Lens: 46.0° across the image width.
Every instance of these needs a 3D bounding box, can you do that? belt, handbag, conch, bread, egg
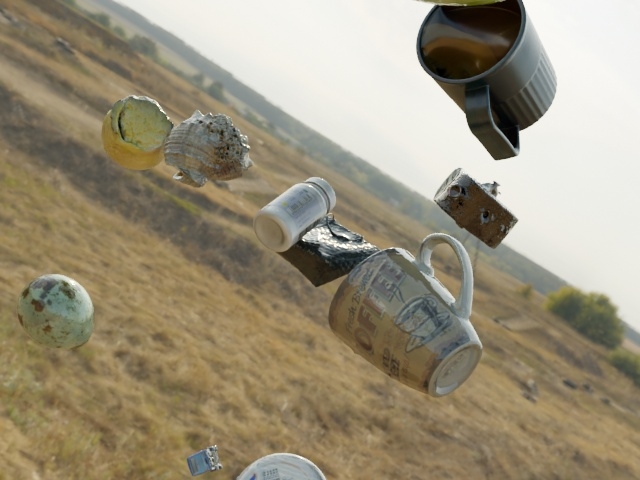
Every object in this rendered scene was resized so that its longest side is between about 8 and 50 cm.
[{"bbox_3d":[0.438,-0.098,2.094,0.289,0.164,0.184,28,16,-51],"label":"belt"},{"bbox_3d":[0.000,0.000,1.736,0.175,0.088,0.270,-25,47,-34],"label":"handbag"},{"bbox_3d":[-0.258,-0.206,1.727,0.178,0.162,0.245,37,49,15],"label":"conch"},{"bbox_3d":[-0.471,-0.285,1.951,0.197,0.197,0.170,30,-20,-12],"label":"bread"},{"bbox_3d":[-0.632,0.180,1.824,0.169,0.169,0.231,35,-23,38],"label":"egg"}]

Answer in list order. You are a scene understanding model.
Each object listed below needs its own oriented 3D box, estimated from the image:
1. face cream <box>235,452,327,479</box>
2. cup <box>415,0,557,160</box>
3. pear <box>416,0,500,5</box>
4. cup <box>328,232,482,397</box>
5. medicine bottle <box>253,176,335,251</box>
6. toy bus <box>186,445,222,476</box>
[{"bbox_3d":[-0.073,0.518,1.450,0.206,0.206,0.111,35,-21,33],"label":"face cream"},{"bbox_3d":[0.395,-0.372,1.677,0.292,0.242,0.307,30,27,-54],"label":"cup"},{"bbox_3d":[0.063,-0.436,0.815,0.239,0.342,0.318,-4,14,-44],"label":"pear"},{"bbox_3d":[0.202,0.140,1.459,0.257,0.301,0.227,40,10,35],"label":"cup"},{"bbox_3d":[-0.053,-0.060,1.638,0.103,0.102,0.187,33,45,17],"label":"medicine bottle"},{"bbox_3d":[-0.243,0.466,1.589,0.153,0.061,0.051,99,-28,-75],"label":"toy bus"}]
